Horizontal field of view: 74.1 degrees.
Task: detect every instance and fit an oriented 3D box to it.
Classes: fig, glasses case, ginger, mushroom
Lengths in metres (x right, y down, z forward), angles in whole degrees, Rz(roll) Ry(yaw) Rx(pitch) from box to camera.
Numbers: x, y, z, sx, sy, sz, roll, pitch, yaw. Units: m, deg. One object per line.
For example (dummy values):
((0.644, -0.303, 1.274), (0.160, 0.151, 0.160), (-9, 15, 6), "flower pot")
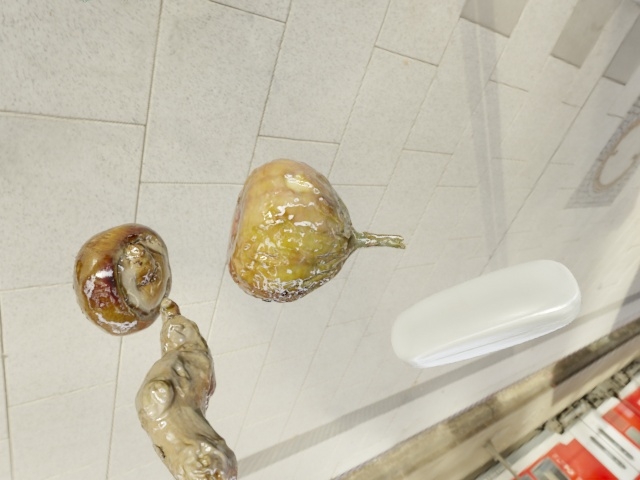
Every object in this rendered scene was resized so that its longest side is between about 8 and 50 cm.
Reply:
((0.000, 0.000, 0.856), (0.368, 0.286, 0.286), (12, 121, -9), "fig")
((0.165, 0.079, 0.448), (0.197, 0.076, 0.049), (-26, 124, 23), "glasses case")
((-0.162, 0.173, 0.495), (0.084, 0.290, 0.122), (-13, 113, -17), "ginger")
((-0.427, 0.086, 0.938), (0.153, 0.253, 0.253), (-1, 139, 14), "mushroom")

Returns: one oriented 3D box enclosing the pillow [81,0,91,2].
((-0.288, -0.484, 0.658), (0.283, 0.310, 0.138), (2, 146, -1), "pillow")
